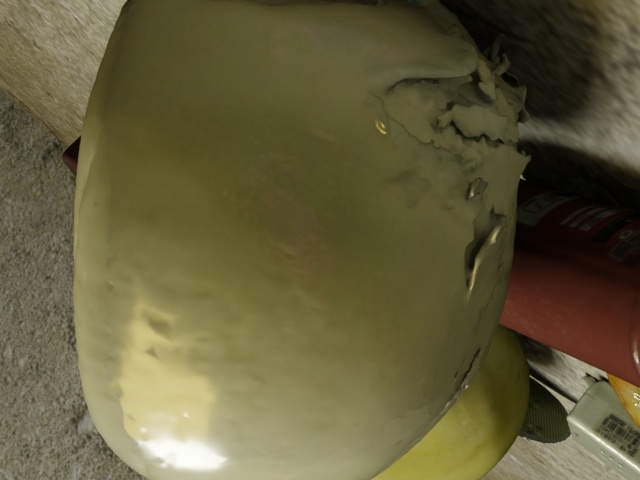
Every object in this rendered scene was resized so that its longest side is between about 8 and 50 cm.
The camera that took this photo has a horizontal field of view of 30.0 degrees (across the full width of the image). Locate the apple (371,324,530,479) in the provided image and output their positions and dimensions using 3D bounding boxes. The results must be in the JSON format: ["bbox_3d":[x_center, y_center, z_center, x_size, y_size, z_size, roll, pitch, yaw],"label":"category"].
[{"bbox_3d":[0.094,0.146,1.280,0.262,0.262,0.262,40,171,8],"label":"apple"}]

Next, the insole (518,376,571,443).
[{"bbox_3d":[0.178,0.153,1.451,0.322,0.109,0.007,39,135,42],"label":"insole"}]

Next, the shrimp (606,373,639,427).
[{"bbox_3d":[0.320,0.158,0.995,0.217,0.051,0.115,37,168,40],"label":"shrimp"}]

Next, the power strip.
[{"bbox_3d":[0.379,0.253,1.163,0.338,0.058,0.098,36,169,26],"label":"power strip"}]

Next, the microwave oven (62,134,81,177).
[{"bbox_3d":[-0.057,-0.029,1.018,0.188,0.178,0.247,25,157,42],"label":"microwave oven"}]

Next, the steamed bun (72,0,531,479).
[{"bbox_3d":[0.000,0.000,0.712,0.233,0.311,0.334,7,-158,9],"label":"steamed bun"}]

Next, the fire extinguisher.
[{"bbox_3d":[0.192,0.016,0.729,0.337,0.107,0.147,23,135,60],"label":"fire extinguisher"}]
